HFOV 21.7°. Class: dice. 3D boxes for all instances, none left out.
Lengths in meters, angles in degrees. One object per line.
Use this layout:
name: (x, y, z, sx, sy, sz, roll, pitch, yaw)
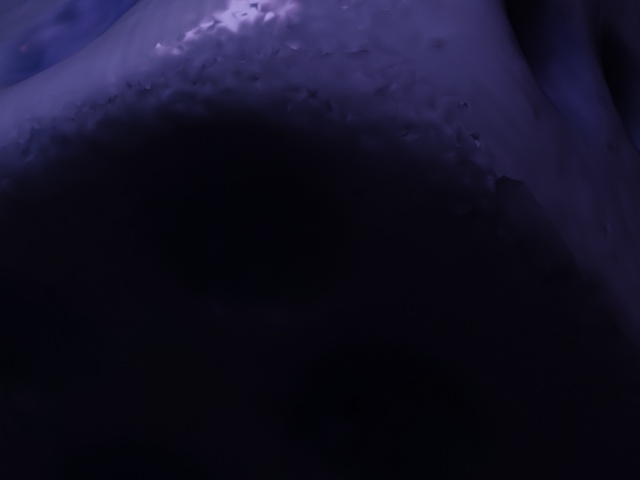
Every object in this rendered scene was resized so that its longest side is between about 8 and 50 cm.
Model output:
dice: (0.000, 0.000, 0.620, 0.264, 0.268, 0.262, -23, 24, 24)
